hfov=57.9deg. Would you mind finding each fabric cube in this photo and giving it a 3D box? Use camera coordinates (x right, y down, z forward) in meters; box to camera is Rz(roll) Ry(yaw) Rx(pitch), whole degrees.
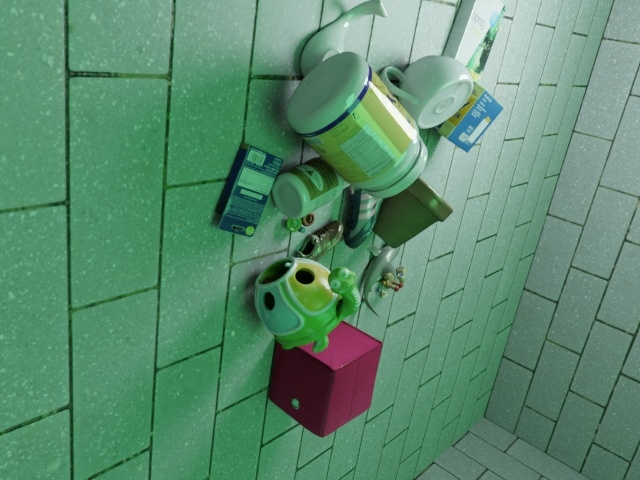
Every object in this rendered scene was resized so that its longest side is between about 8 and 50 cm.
[{"bbox_3d":[0.015,0.429,1.891,0.259,0.254,0.257,-17,123,-46],"label":"fabric cube"}]

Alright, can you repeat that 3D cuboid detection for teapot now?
[{"bbox_3d":[0.333,-0.487,1.809,0.253,0.187,0.256,-35,160,4],"label":"teapot"}]

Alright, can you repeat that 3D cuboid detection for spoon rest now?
[{"bbox_3d":[0.051,-0.526,1.526,0.276,0.084,0.137,-45,141,-4],"label":"spoon rest"}]

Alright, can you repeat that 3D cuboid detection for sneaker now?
[{"bbox_3d":[0.125,-0.132,1.845,0.131,0.112,0.318,18,99,-30],"label":"sneaker"},{"bbox_3d":[0.000,0.000,1.773,0.188,0.066,0.071,-52,142,-18],"label":"sneaker"}]

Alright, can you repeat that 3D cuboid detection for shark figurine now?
[{"bbox_3d":[0.219,0.129,2.092,0.166,0.116,0.278,28,86,-53],"label":"shark figurine"}]

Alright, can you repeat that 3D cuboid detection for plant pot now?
[{"bbox_3d":[0.269,-0.104,1.933,0.229,0.263,0.263,-47,145,8],"label":"plant pot"}]

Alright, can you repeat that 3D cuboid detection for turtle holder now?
[{"bbox_3d":[-0.047,0.170,1.615,0.243,0.320,0.227,-44,115,-18],"label":"turtle holder"}]

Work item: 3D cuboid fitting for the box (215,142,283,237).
[{"bbox_3d":[-0.187,-0.125,1.485,0.136,0.037,0.225,17,96,-54],"label":"box"}]

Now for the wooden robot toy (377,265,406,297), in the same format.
[{"bbox_3d":[0.275,0.143,2.209,0.173,0.076,0.078,-39,127,-31],"label":"wooden robot toy"}]

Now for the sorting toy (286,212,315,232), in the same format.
[{"bbox_3d":[-0.065,-0.054,1.689,0.102,0.042,0.061,-17,109,-32],"label":"sorting toy"}]

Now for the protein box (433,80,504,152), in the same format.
[{"bbox_3d":[0.498,-0.446,2.024,0.200,0.136,0.201,12,119,-54],"label":"protein box"}]

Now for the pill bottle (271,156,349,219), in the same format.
[{"bbox_3d":[-0.012,-0.160,1.605,0.229,0.131,0.131,-32,133,-38],"label":"pill bottle"}]

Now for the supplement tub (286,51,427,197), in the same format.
[{"bbox_3d":[0.101,-0.283,1.478,0.331,0.241,0.241,40,77,-35],"label":"supplement tub"}]

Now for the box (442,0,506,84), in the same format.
[{"bbox_3d":[0.533,-0.702,2.027,0.232,0.059,0.321,4,109,-52],"label":"box"}]
